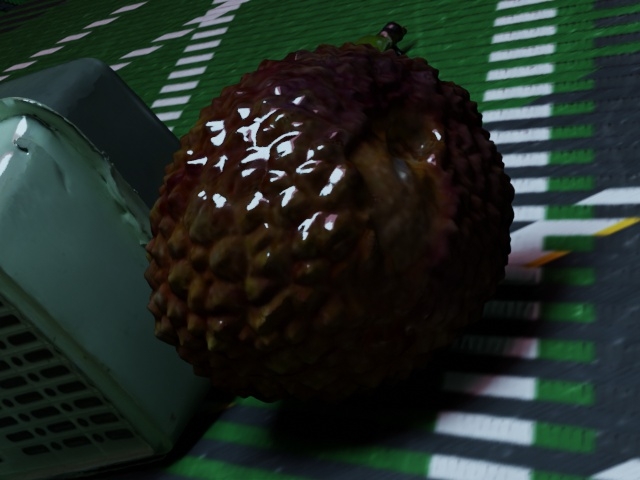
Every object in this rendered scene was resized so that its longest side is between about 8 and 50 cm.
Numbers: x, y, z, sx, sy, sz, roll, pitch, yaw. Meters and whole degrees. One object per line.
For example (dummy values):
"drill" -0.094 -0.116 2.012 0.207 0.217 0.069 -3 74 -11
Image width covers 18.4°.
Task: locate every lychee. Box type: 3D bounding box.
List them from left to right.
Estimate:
"lychee" 0.000 0.000 1.002 0.188 0.188 0.188 -28 18 10

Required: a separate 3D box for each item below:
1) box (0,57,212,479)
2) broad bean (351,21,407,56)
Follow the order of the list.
"box" -0.188 0.027 1.153 0.290 0.220 0.166 -13 37 42
"broad bean" -0.015 -0.089 1.469 0.060 0.043 0.297 -8 26 31
